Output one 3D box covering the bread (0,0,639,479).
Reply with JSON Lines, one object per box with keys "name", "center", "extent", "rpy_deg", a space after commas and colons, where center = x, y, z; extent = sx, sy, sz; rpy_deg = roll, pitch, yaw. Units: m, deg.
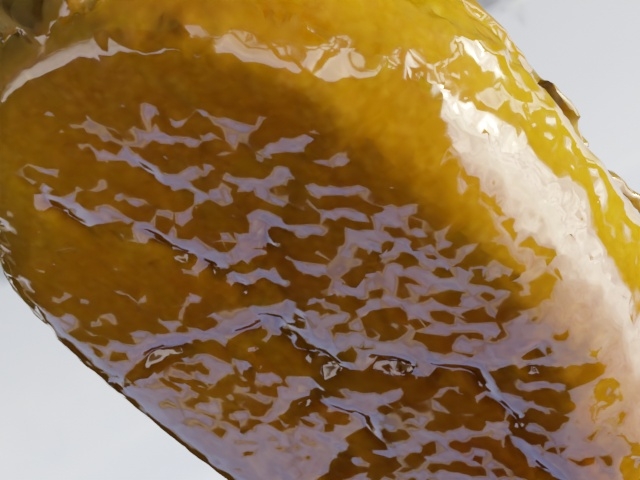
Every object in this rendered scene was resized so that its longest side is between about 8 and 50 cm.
{"name": "bread", "center": [0.009, -0.008, 0.764], "extent": [0.236, 0.389, 0.183], "rpy_deg": [-37, -146, 23]}
